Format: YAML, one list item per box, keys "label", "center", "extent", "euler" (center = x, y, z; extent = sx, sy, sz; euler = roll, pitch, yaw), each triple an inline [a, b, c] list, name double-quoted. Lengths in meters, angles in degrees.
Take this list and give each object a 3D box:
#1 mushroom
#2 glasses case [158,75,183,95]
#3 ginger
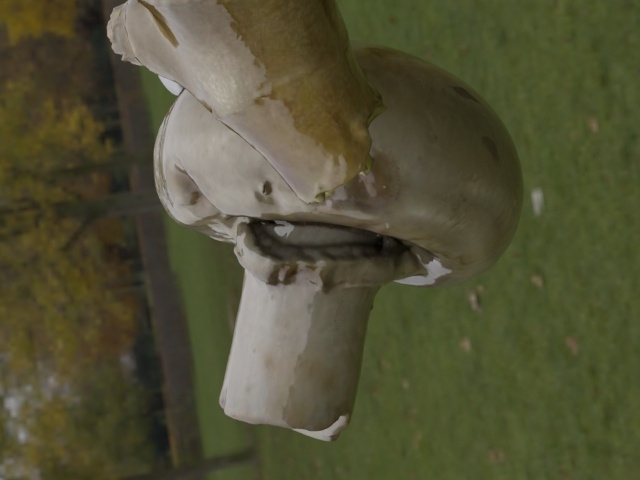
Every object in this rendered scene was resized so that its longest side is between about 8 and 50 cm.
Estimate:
- label: "mushroom"
  center: [0.000, 0.000, 1.097]
  extent: [0.292, 0.292, 0.290]
  euler: [125, 157, -79]
- label: "glasses case"
  center: [-0.084, -0.182, 1.241]
  extent: [0.041, 0.164, 0.063]
  euler: [-3, 123, 40]
- label: "ginger"
  center: [-0.094, -0.171, 0.736]
  extent: [0.166, 0.236, 0.375]
  euler: [-89, -7, -60]
